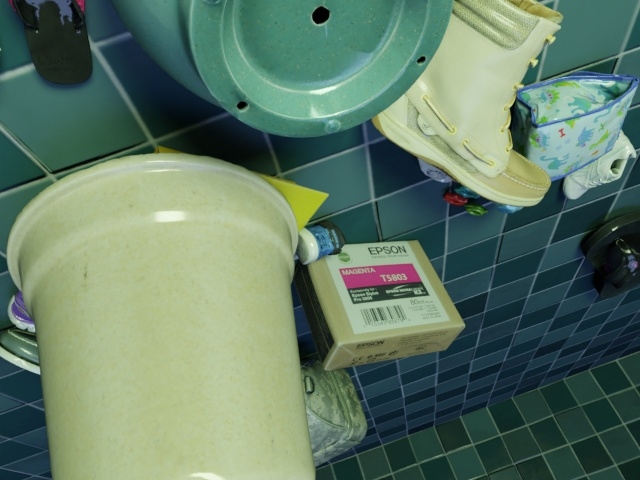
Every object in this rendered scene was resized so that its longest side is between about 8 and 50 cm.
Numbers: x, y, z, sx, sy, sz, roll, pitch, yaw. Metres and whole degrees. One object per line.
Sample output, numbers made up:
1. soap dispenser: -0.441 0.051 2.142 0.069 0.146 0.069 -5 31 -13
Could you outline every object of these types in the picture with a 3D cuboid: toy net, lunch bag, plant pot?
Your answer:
1. toy net: 0.220 -0.096 0.758 0.232 0.045 0.122 24 169 -35
2. lunch bag: -0.076 0.415 1.163 0.305 0.213 0.256 -35 144 19
3. lunch bag: 0.353 -0.161 0.697 0.151 0.096 0.129 -12 146 6
4. plant pot: -0.021 -0.204 0.362 0.292 0.196 0.293 -14 145 -10
5. plant pot: -0.150 0.136 0.520 0.333 0.306 0.334 -13 145 -9

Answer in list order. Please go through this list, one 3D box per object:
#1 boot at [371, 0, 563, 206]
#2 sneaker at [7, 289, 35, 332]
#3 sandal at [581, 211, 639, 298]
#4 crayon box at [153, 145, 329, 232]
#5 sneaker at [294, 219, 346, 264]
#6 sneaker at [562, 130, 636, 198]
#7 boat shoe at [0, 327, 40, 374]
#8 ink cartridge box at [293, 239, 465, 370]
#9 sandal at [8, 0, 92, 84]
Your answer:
1. boot: 0.217 -0.165 0.582 0.261 0.095 0.203 26 126 -14
2. sneaker: -0.358 0.102 0.725 0.169 0.068 0.071 13 128 -38
3. sandal: 0.746 0.060 1.186 0.167 0.107 0.445 -32 143 17
4. crayon box: -0.159 -0.002 0.668 0.202 0.081 0.318 12 135 -37
5. sneaker: 0.000 -0.001 0.731 0.084 0.058 0.152 -17 179 -12
6. sneaker: 0.474 -0.117 0.849 0.053 0.061 0.152 -9 145 -19
7. boat shoe: -0.370 0.186 0.835 0.319 0.116 0.099 29 80 -40
8. ink cartridge box: 0.093 0.100 0.835 0.234 0.193 0.088 -4 140 -23
9. sandal: -0.222 -0.199 0.402 0.067 0.040 0.179 -8 144 -16
